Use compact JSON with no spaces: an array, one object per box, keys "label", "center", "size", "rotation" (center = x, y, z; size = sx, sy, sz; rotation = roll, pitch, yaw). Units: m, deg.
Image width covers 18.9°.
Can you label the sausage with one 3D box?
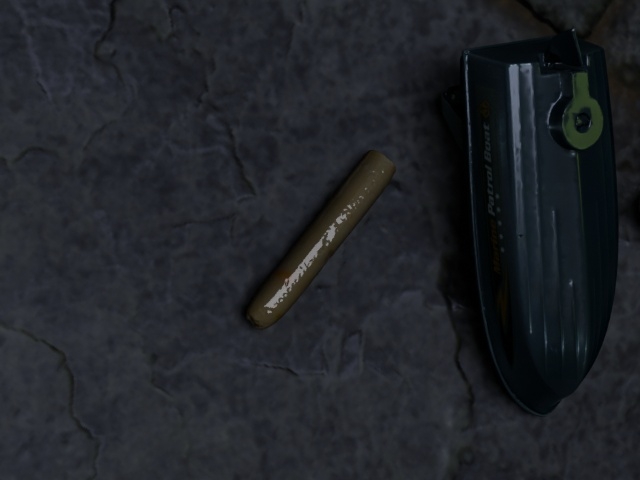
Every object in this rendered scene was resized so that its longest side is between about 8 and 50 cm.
[{"label":"sausage","center":[0.000,0.000,1.160],"size":[0.024,0.024,0.132],"rotation":[41,74,-12]}]

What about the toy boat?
[{"label":"toy boat","center":[0.131,-0.010,1.179],"size":[0.093,0.103,0.246],"rotation":[-13,104,-32]}]

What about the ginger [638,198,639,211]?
[{"label":"ginger","center":[0.251,0.019,1.235],"size":[0.057,0.044,0.137],"rotation":[-30,94,0]}]
